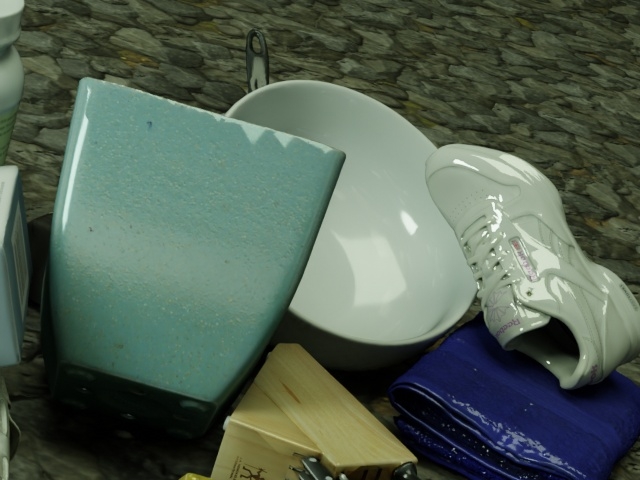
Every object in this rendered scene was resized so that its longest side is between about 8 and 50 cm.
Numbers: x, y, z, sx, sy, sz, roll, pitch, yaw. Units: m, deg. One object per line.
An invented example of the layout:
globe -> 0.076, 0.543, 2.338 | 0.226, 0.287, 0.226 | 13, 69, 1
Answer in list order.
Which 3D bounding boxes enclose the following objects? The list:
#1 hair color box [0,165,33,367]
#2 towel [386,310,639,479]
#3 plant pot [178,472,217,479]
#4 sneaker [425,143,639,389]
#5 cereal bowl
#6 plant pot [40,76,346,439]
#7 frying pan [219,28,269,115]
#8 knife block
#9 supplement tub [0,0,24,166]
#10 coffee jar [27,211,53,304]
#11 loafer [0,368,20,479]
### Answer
hair color box -> -0.436, 0.035, 1.612 | 0.375, 0.113, 0.185 | -5, 23, -3
towel -> 0.209, 0.179, 2.010 | 0.228, 0.076, 0.308 | 31, 23, 13
plant pot -> -0.098, 0.240, 1.580 | 0.081, 0.083, 0.081 | 17, 21, -5
sneaker -> 0.210, 0.024, 2.035 | 0.305, 0.114, 0.152 | 48, 45, 9
cereal bowl -> 0.000, 0.000, 2.093 | 0.339, 0.141, 0.339 | 18, 50, -23
plant pot -> -0.143, 0.038, 1.784 | 0.248, 0.252, 0.247 | 16, -21, -5
frying pan -> -0.099, -0.130, 2.422 | 0.197, 0.053, 0.326 | -12, 52, -27
knife block -> 0.031, 0.213, 1.748 | 0.242, 0.088, 0.275 | 21, 21, 5
supplement tub -> -0.414, -0.099, 1.832 | 0.235, 0.324, 0.235 | 16, 21, -6
coffee jar -> -0.235, 0.011, 2.023 | 0.079, 0.096, 0.184 | 26, 21, 27
loafer -> -0.309, 0.155, 1.620 | 0.111, 0.112, 0.319 | 49, 10, -21
